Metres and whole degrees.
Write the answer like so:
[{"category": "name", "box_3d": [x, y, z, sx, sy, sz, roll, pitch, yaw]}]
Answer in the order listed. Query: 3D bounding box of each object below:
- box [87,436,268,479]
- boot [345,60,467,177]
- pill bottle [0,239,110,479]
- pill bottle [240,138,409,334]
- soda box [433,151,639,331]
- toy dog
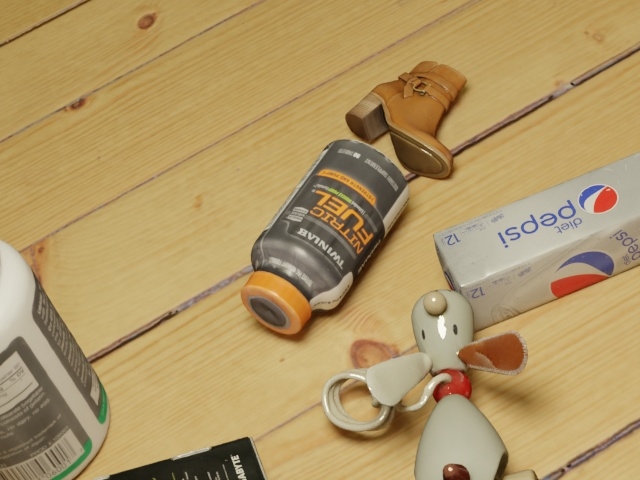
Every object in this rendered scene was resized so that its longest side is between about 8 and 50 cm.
[{"category": "box", "box_3d": [-0.148, 0.369, 1.468, 0.257, 0.079, 0.322, -16, 42, -10]}, {"category": "boot", "box_3d": [0.147, -0.173, 1.916, 0.152, 0.073, 0.197, -37, 50, -21]}, {"category": "pill bottle", "box_3d": [-0.395, 0.123, 1.624, 0.204, 0.361, 0.204, -10, 46, 10]}, {"category": "pill bottle", "box_3d": [0.000, 0.000, 1.763, 0.130, 0.130, 0.245, 16, 56, 31]}, {"category": "soda box", "box_3d": [0.288, 0.000, 1.689, 0.286, 0.091, 0.098, -22, 46, -2]}, {"category": "toy dog", "box_3d": [0.132, 0.184, 1.505, 0.220, 0.161, 0.333, -29, 52, -4]}]
